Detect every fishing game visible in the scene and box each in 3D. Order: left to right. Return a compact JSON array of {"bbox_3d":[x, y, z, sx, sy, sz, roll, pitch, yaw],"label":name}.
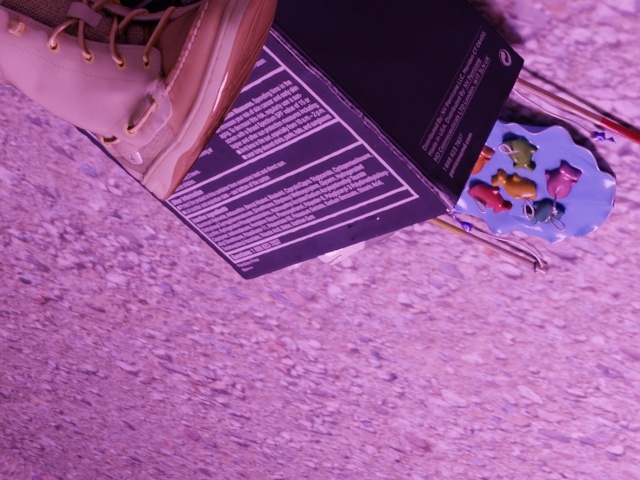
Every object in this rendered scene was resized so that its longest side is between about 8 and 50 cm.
[{"bbox_3d":[0.177,-0.051,1.203,0.189,0.041,0.264,26,150,-3],"label":"fishing game"}]

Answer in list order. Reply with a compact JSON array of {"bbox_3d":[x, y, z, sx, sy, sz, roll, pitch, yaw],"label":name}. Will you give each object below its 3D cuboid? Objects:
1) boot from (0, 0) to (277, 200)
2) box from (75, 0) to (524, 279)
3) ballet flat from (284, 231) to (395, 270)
[{"bbox_3d":[-0.149,-0.148,0.916,0.203,0.095,0.262,34,152,-4],"label":"boot"},{"bbox_3d":[-0.048,-0.147,1.090,0.294,0.183,0.296,42,146,-22],"label":"box"},{"bbox_3d":[0.000,0.000,1.398,0.213,0.068,0.072,-9,134,46],"label":"ballet flat"}]
